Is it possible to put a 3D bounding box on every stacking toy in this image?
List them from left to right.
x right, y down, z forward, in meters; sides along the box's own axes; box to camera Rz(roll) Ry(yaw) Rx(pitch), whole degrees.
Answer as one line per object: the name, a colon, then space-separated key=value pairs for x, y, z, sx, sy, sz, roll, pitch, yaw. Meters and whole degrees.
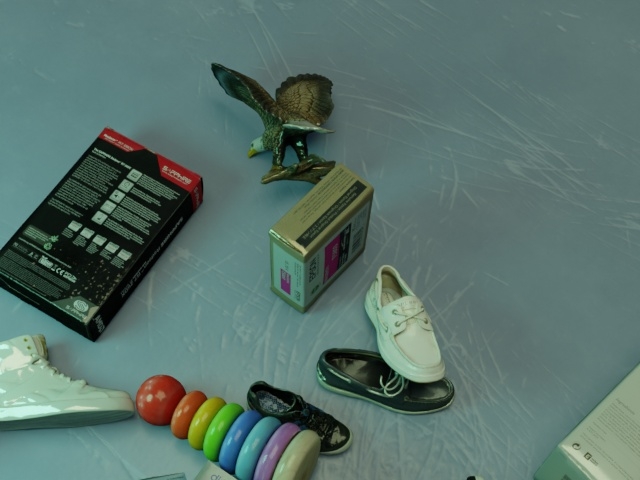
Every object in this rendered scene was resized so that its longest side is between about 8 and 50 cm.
stacking toy: x=-0.172 y=0.330 z=1.778 sx=0.330 sy=0.141 sz=0.141 roll=22 pitch=62 yaw=17

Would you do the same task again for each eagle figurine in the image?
eagle figurine: x=-0.083 y=-0.246 z=2.054 sx=0.225 sy=0.226 sz=0.298 roll=-17 pitch=67 yaw=11

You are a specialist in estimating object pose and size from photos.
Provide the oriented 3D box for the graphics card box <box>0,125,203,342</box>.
graphics card box: x=-0.417 y=-0.018 z=1.962 sx=0.233 sy=0.094 sz=0.371 roll=28 pitch=63 yaw=11

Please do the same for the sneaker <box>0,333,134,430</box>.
sneaker: x=-0.471 y=0.239 z=1.812 sx=0.292 sy=0.108 sz=0.169 roll=-2 pitch=65 yaw=-2

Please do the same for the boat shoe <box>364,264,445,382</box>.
boat shoe: x=0.146 y=0.141 z=1.840 sx=0.098 sy=0.096 sz=0.277 roll=-5 pitch=34 yaw=-19

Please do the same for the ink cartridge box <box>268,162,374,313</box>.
ink cartridge box: x=0.000 y=0.000 z=1.893 sx=0.088 sy=0.235 sz=0.193 roll=37 pitch=66 yaw=17

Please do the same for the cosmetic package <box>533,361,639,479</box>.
cosmetic package: x=0.554 y=0.312 z=1.775 sx=0.365 sy=0.197 sz=0.155 roll=-38 pitch=69 yaw=-19

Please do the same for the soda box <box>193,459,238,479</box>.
soda box: x=-0.097 y=0.488 z=1.703 sx=0.286 sy=0.091 sz=0.098 roll=32 pitch=65 yaw=14

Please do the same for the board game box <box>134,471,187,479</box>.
board game box: x=-0.257 y=0.519 z=1.598 sx=0.144 sy=0.142 sz=0.275 roll=-29 pitch=72 yaw=20

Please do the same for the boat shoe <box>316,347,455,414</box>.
boat shoe: x=0.119 y=0.243 z=1.855 sx=0.254 sy=0.079 sz=0.095 roll=16 pitch=58 yaw=5

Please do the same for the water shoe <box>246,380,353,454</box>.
water shoe: x=-0.039 y=0.312 z=1.809 sx=0.203 sy=0.080 sz=0.073 roll=22 pitch=63 yaw=9

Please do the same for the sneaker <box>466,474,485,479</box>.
sneaker: x=0.204 y=0.486 z=1.727 sx=0.121 sy=0.079 sz=0.217 roll=12 pitch=62 yaw=4
